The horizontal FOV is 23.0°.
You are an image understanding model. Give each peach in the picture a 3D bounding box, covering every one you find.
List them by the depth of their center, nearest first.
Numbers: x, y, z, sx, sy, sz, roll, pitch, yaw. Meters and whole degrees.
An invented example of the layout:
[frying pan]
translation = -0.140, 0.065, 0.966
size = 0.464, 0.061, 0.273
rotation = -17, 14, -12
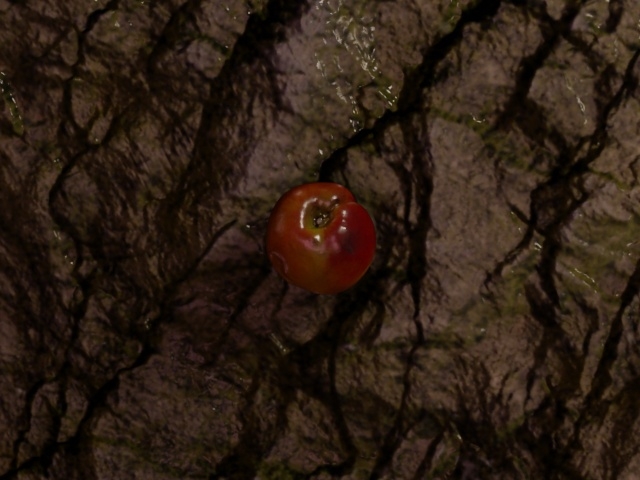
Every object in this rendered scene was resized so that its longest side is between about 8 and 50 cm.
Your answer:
[peach]
translation = -0.001, 0.000, 1.387
size = 0.101, 0.101, 0.100
rotation = 3, 109, 10
